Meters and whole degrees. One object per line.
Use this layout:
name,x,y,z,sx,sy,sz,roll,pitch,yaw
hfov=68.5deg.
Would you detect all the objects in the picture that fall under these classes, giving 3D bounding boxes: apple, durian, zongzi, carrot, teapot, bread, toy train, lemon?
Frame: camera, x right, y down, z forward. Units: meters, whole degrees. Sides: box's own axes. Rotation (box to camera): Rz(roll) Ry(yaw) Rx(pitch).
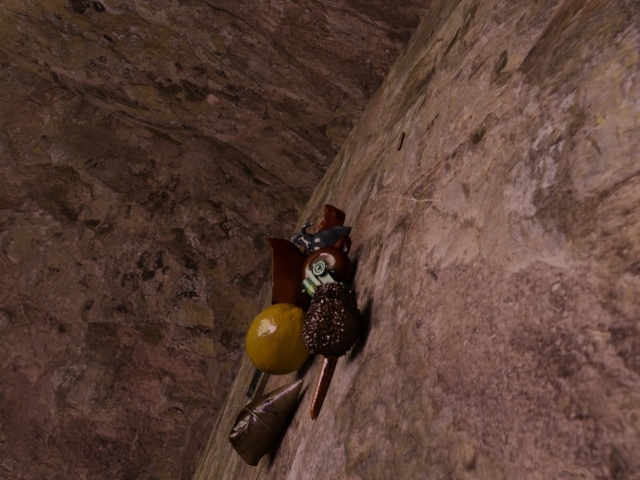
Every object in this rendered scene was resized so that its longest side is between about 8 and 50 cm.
apple,-0.169,0.180,2.049,0.295,0.329,0.364,-34,39,21
durian,0.026,0.194,1.193,0.196,0.167,0.196,171,90,-84
zongzi,-0.158,0.546,1.531,0.300,0.145,0.274,-49,1,-9
carrot,0.003,0.382,1.256,0.037,0.037,0.190,-48,19,61
teapot,0.037,0.097,1.585,0.252,0.178,0.135,-58,-33,-18
bread,-0.001,-0.027,2.224,0.295,0.114,0.327,-67,8,-24
toy train,0.014,0.154,1.426,0.132,0.083,0.200,-47,46,6
lemon,-0.133,0.332,1.578,0.263,0.236,0.235,99,-171,-54

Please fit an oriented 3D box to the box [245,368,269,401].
box,-0.270,0.614,2.200,0.270,0.045,0.211,-66,10,-15

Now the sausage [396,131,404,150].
sausage,0.297,-0.368,1.745,0.015,0.015,0.100,-50,17,59

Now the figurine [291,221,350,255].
figurine,-0.003,-0.005,1.952,0.193,0.265,0.140,-34,-44,-29
